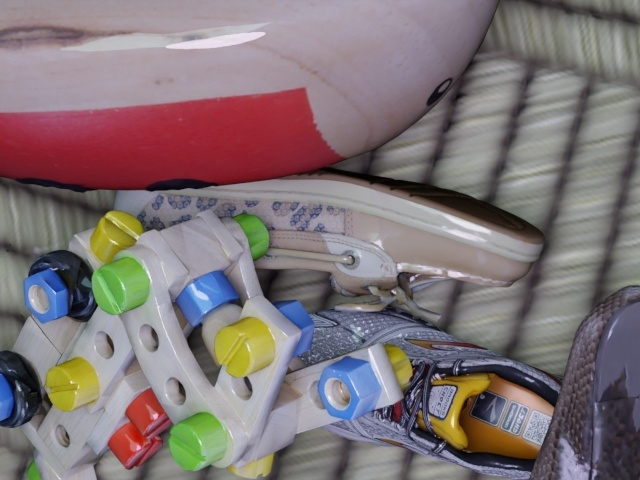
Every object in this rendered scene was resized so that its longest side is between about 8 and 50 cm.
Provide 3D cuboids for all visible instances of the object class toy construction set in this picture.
[{"bbox_3d":[-0.108,0.111,1.132,0.215,0.151,0.327,49,118,17],"label":"toy construction set"}]

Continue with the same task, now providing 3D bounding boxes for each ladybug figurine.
[{"bbox_3d":[-0.107,-0.135,1.142,0.449,0.305,0.162,2,122,15],"label":"ladybug figurine"}]

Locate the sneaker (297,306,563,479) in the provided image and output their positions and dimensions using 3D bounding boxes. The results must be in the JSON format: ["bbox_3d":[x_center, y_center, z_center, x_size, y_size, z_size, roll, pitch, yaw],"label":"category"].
[{"bbox_3d":[0.069,0.089,1.139,0.225,0.093,0.088,13,85,16],"label":"sneaker"}]

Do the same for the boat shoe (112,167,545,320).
[{"bbox_3d":[0.000,0.000,1.172,0.285,0.104,0.089,11,94,27],"label":"boat shoe"}]

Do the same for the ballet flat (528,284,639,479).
[{"bbox_3d":[0.144,0.144,1.056,0.084,0.058,0.250,12,97,-20],"label":"ballet flat"}]
